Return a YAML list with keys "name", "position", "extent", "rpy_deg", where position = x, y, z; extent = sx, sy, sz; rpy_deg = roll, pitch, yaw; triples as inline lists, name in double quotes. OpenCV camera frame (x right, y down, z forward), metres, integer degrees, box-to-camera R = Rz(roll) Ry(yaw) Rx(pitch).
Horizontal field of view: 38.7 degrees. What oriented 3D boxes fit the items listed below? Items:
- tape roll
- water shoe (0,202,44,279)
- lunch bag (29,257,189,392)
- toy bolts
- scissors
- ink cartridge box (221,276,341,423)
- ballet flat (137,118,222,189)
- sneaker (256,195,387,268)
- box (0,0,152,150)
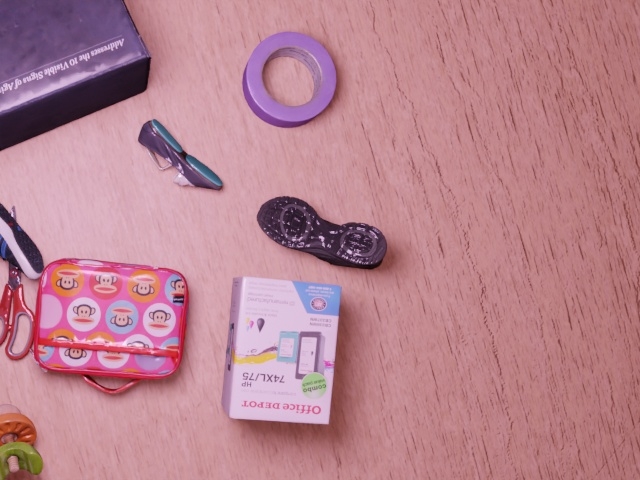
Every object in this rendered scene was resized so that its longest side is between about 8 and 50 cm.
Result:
- name: "tape roll"
  position: [-0.066, -0.335, 1.912]
  extent: [0.189, 0.080, 0.189]
  rpy_deg: [1, 87, -12]
- name: "water shoe"
  position: [-0.618, 0.007, 1.781]
  extent: [0.080, 0.073, 0.203]
  rpy_deg: [-40, 79, 11]
- name: "lunch bag"
  position: [-0.412, 0.171, 1.798]
  extent: [0.293, 0.120, 0.258]
  rpy_deg: [6, 89, -9]
- name: "toy bolts"
  position: [-0.656, 0.434, 1.746]
  extent: [0.228, 0.158, 0.218]
  rpy_deg: [-10, 129, -21]
- name: "scissors"
  position: [-0.598, 0.085, 1.811]
  extent: [0.109, 0.021, 0.297]
  rpy_deg: [13, 82, -4]
- name: "ink cartridge box"
  position: [-0.082, 0.215, 1.815]
  extent: [0.198, 0.197, 0.270]
  rpy_deg: [5, 86, -11]
- name: "ballet flat"
  position: [-0.293, -0.160, 1.868]
  extent: [0.203, 0.074, 0.074]
  rpy_deg: [43, 80, -12]
- name: "sneaker"
  position: [0.000, 0.000, 1.893]
  extent: [0.286, 0.130, 0.109]
  rpy_deg: [23, 75, 13]
- name: "box"
  position: [-0.632, -0.432, 1.693]
  extent: [0.480, 0.297, 0.471]
  rpy_deg: [-25, 90, -12]
